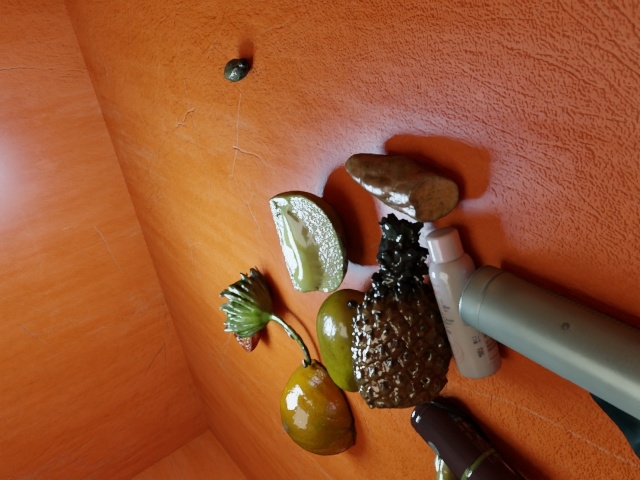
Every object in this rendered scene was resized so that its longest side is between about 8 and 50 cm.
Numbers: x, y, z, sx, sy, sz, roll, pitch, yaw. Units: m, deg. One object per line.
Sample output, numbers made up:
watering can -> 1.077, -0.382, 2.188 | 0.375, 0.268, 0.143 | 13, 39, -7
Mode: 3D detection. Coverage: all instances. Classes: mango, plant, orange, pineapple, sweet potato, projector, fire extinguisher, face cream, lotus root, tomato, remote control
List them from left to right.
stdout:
lotus root -> -0.199, -0.409, 1.269 | 0.099, 0.054, 0.049 | -5, 99, 60
tomato -> -0.271, 0.315, 1.954 | 0.166, 0.082, 0.174 | 26, 130, 43
plant -> -0.153, 0.228, 1.702 | 0.333, 0.180, 0.251 | 11, 119, 22
orange -> -0.005, 0.537, 1.690 | 0.274, 0.274, 0.311 | 34, 109, 43
mango -> 0.066, 0.237, 1.270 | 0.195, 0.142, 0.332 | 55, 153, 26
sweet potato -> 0.128, -0.107, 0.932 | 0.251, 0.097, 0.097 | 31, 138, 43
pineapple -> 0.144, 0.127, 1.006 | 0.202, 0.201, 0.362 | 19, 121, 53
face cream -> 0.245, 0.106, 0.924 | 0.082, 0.081, 0.269 | 1, 113, 59
fire extinguisher -> 0.292, 0.425, 1.091 | 0.341, 0.105, 0.141 | 43, 167, 46
projector -> 0.357, 0.141, 0.740 | 0.337, 0.108, 0.108 | 29, 137, 47
remote control -> 0.468, 0.285, 0.737 | 0.222, 0.042, 0.072 | 54, 152, 17

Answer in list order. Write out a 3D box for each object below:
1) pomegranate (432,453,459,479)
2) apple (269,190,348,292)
pomegranate -> 0.317, 0.577, 1.136 | 0.159, 0.241, 0.190 | -18, 124, 28
apple -> 0.000, 0.000, 1.213 | 0.193, 0.120, 0.265 | 10, 125, 42
